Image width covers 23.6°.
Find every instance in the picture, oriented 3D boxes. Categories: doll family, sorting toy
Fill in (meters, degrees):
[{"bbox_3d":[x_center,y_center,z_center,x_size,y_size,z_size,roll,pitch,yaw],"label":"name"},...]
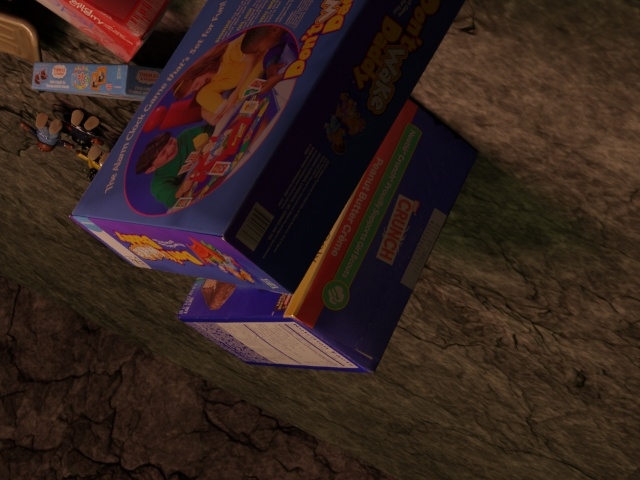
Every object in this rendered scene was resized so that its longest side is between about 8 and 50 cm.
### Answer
[{"bbox_3d":[-0.343,-0.135,2.239,0.193,0.076,0.111,37,167,-2],"label":"doll family"},{"bbox_3d":[-0.443,-0.287,1.862,0.229,0.041,0.307,21,173,-7],"label":"sorting toy"}]

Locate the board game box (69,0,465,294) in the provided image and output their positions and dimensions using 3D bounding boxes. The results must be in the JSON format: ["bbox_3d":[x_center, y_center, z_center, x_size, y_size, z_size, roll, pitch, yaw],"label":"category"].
[{"bbox_3d":[-0.029,-0.133,1.220,0.078,0.347,0.233,41,161,-32],"label":"board game box"}]

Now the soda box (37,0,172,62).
[{"bbox_3d":[-0.283,-0.303,1.625,0.263,0.083,0.092,34,163,-10],"label":"soda box"}]

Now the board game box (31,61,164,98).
[{"bbox_3d":[-0.217,-0.184,1.800,0.160,0.039,0.211,2,-176,-40],"label":"board game box"}]

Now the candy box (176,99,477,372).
[{"bbox_3d":[0.000,0.000,1.690,0.122,0.268,0.317,34,163,-22],"label":"candy box"}]
